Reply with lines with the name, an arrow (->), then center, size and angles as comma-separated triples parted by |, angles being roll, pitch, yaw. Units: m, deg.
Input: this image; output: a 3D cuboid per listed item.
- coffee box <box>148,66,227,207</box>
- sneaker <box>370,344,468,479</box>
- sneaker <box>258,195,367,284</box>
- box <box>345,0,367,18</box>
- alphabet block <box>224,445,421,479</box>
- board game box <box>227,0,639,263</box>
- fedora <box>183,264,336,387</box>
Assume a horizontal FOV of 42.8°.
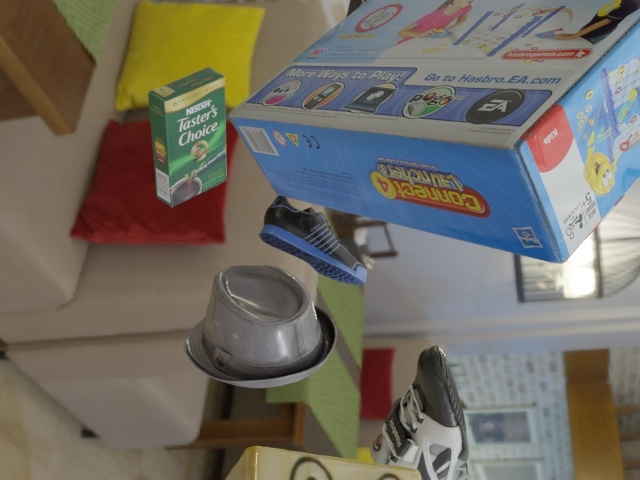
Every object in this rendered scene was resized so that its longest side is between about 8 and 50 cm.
coffee box -> -0.189, -0.148, 1.185 | 0.113, 0.040, 0.184 | -31, 141, -37
sneaker -> 0.145, 0.297, 1.230 | 0.122, 0.146, 0.331 | -93, 175, -54
sneaker -> 0.000, 0.000, 1.479 | 0.232, 0.081, 0.090 | 31, 68, -27
box -> 0.319, -0.350, 1.106 | 0.472, 0.297, 0.480 | 48, -29, 21
alphabet block -> -0.012, 0.341, 0.812 | 0.193, 0.192, 0.197 | 122, -23, -49
board game box -> 0.132, -0.138, 0.602 | 0.302, 0.308, 0.086 | -43, 121, -20
fedora -> -0.104, 0.121, 1.345 | 0.275, 0.243, 0.124 | 33, -44, 48
